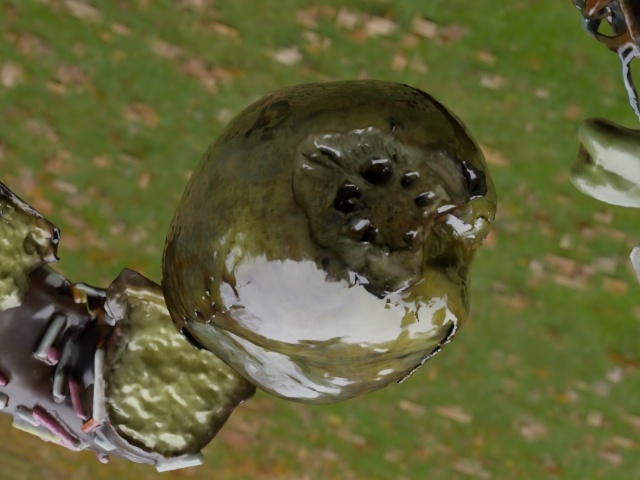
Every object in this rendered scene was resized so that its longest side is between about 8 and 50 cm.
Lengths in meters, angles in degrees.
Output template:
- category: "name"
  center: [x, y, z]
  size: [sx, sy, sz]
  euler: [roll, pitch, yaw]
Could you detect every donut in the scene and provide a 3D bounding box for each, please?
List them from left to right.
- category: "donut"
  center: [-0.244, 0.061, 1.518]
  size: [0.259, 0.136, 0.345]
  euler: [0, 147, 49]

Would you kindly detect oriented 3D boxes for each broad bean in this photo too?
- category: "broad bean"
  center: [0.330, -0.068, 1.809]
  size: [0.206, 0.072, 0.153]
  euler: [7, -164, -20]

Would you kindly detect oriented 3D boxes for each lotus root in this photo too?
- category: "lotus root"
  center: [0.000, 0.000, 1.005]
  size: [0.160, 0.152, 0.275]
  euler: [6, 164, -9]

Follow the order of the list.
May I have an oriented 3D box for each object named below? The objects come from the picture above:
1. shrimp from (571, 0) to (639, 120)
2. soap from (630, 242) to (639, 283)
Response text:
- category: "shrimp"
  center: [0.238, -0.163, 1.151]
  size: [0.137, 0.172, 0.372]
  euler: [90, 155, -50]
- category: "soap"
  center: [0.366, 0.015, 1.303]
  size: [0.274, 0.089, 0.173]
  euler: [-12, -176, -5]
